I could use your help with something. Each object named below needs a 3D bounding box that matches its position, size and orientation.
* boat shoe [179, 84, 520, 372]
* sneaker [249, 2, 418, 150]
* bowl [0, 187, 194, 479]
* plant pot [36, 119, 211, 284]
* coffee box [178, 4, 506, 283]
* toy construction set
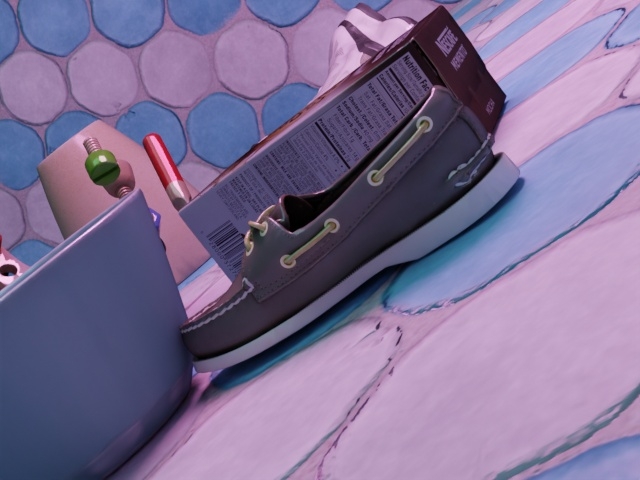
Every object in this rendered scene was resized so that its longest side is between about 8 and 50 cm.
[{"bbox_3d":[0.001,-0.002,0.797,0.305,0.091,0.109,-34,10,24],"label":"boat shoe"},{"bbox_3d":[0.006,-0.166,1.357,0.257,0.169,0.447,-36,11,0],"label":"sneaker"},{"bbox_3d":[-0.225,0.113,0.879,0.311,0.163,0.311,-37,8,6],"label":"bowl"},{"bbox_3d":[-0.316,-0.049,1.687,0.256,0.274,0.256,-36,9,7],"label":"plant pot"},{"bbox_3d":[0.025,-0.087,1.044,0.297,0.119,0.168,-34,9,25],"label":"coffee box"},{"bbox_3d":[-0.243,0.059,1.191,0.309,0.257,0.237,-51,48,21],"label":"toy construction set"}]
